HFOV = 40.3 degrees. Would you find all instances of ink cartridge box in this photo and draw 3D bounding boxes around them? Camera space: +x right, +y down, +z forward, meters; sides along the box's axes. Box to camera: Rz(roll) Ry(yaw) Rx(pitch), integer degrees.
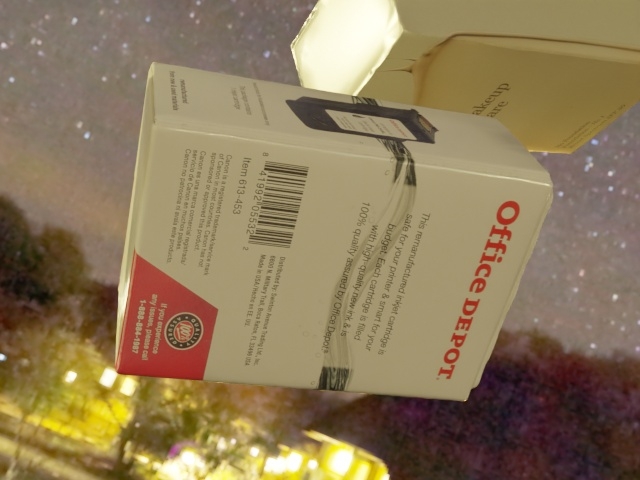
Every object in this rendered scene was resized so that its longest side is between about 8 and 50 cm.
[{"bbox_3d":[0.000,0.000,0.554,0.237,0.172,0.100,7,29,-15],"label":"ink cartridge box"}]

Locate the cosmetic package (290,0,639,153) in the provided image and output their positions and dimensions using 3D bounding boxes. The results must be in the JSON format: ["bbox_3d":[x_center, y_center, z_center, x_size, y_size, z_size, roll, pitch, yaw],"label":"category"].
[{"bbox_3d":[0.150,-0.169,0.797,0.309,0.113,0.160,-2,-26,-28],"label":"cosmetic package"}]
